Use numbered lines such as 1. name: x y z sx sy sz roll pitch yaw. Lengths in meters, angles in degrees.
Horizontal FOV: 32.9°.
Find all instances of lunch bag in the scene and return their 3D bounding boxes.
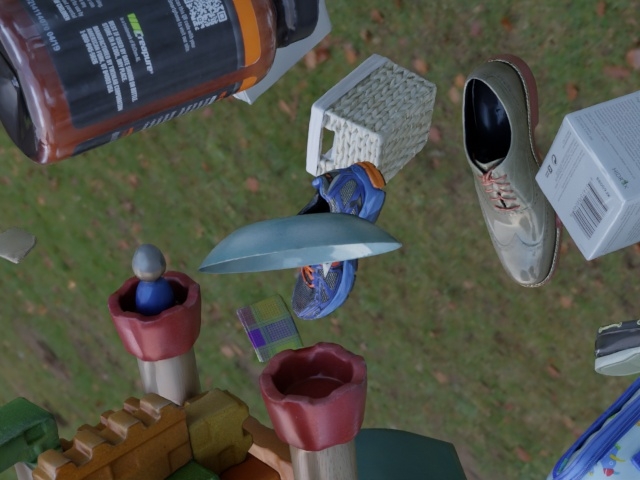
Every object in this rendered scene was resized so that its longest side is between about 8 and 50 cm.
1. lunch bag: 0.271 0.175 0.899 0.090 0.219 0.176 45 156 18

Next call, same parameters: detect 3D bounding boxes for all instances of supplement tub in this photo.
1. supplement tub: -0.100 -0.125 0.653 0.106 0.198 0.106 44 147 38

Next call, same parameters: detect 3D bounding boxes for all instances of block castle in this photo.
1. block castle: -0.202 0.187 0.819 0.303 0.453 0.212 20 127 42

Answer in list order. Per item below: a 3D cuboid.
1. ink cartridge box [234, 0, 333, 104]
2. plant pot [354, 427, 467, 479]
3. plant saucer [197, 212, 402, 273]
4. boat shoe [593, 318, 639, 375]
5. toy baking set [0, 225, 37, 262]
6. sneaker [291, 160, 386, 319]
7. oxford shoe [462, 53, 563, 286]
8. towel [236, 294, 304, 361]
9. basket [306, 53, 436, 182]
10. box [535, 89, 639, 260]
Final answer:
1. ink cartridge box: -0.127 -0.305 1.005 0.223 0.129 0.307 42 168 26
2. plant pot: 0.080 0.361 1.507 0.234 0.165 0.165 29 -150 -40
3. plant saucer: -0.021 0.001 1.017 0.195 0.195 0.037 -17 80 59
4. boat shoe: 0.471 0.126 1.466 0.081 0.068 0.228 25 147 -39
5. toy baking set: -0.376 0.040 1.000 0.030 0.256 0.196 61 178 -41
6. sneaker: 0.000 0.000 1.301 0.083 0.087 0.221 50 131 46
7. oxford shoe: 0.259 -0.087 1.562 0.123 0.130 0.348 -8 102 36
8. towel: -0.060 0.105 1.303 0.009 0.060 0.083 92 154 -54
9. basket: 0.069 -0.151 1.415 0.103 0.167 0.113 25 135 21
10. box: 0.261 -0.057 0.954 0.101 0.087 0.102 101 147 -59
